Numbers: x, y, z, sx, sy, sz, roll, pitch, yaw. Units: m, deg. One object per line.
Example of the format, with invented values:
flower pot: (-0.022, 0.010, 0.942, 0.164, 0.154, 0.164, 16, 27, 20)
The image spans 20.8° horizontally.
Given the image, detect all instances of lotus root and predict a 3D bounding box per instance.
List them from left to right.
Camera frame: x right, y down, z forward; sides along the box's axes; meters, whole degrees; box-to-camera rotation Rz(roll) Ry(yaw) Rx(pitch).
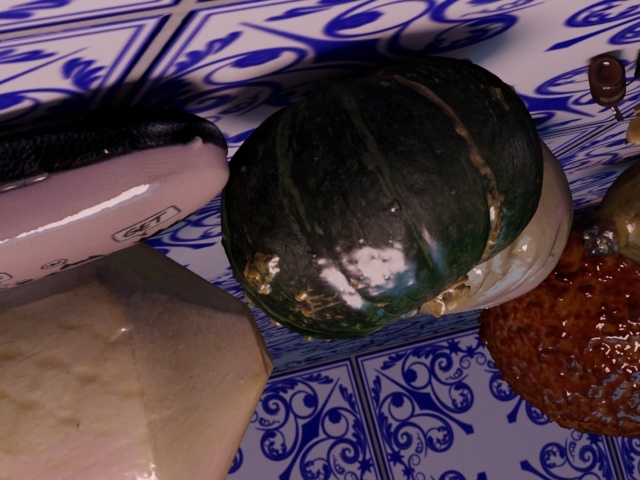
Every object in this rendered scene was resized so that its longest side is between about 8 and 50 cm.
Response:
lotus root: (0.340, -0.028, 1.655, 0.214, 0.138, 0.138, -9, 171, -33)

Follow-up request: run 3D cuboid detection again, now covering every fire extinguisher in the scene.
fire extinguisher: (0.202, -0.110, 1.169, 0.046, 0.032, 0.100, -50, 168, 4)

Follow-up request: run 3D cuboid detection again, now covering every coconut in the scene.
coconut: (-0.157, 0.099, 1.208, 0.259, 0.259, 0.259, -15, 173, -2)

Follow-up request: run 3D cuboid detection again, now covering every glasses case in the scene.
glasses case: (-0.200, -0.006, 0.922, 0.314, 0.075, 0.122, -15, 171, 2)

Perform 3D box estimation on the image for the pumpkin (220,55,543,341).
pumpkin: (0.033, -0.024, 0.980, 0.190, 0.146, 0.190, -14, 173, -2)

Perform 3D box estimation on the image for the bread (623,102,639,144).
bread: (0.303, -0.100, 1.160, 0.134, 0.085, 0.173, -33, -174, -41)

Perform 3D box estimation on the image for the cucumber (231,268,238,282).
cucumber: (0.000, 0.000, 1.513, 0.163, 0.039, 0.043, -14, -166, 7)

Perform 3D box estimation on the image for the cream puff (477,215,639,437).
cream puff: (0.340, 0.113, 2.001, 0.351, 0.228, 0.350, 9, 157, 4)

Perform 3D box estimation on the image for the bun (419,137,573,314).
bun: (0.096, -0.006, 1.326, 0.178, 0.127, 0.193, -12, 174, -33)
